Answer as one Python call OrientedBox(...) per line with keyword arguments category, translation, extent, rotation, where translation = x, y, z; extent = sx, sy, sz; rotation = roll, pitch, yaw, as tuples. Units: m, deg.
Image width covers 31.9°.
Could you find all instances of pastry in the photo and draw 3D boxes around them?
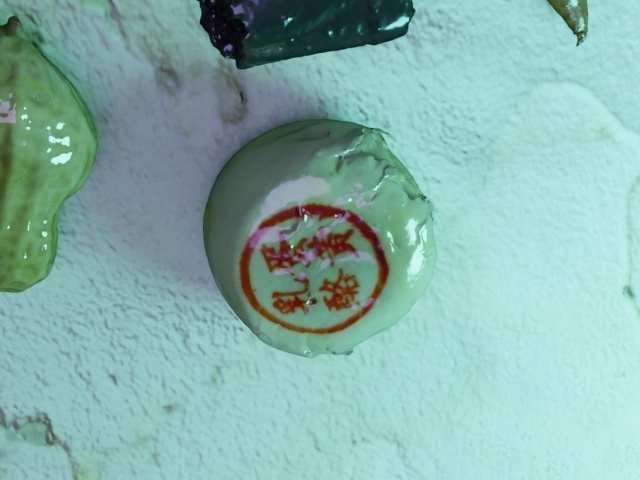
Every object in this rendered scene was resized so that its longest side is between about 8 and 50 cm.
OrientedBox(category="pastry", translation=(0.000, -0.002, 1.201), extent=(0.264, 0.133, 0.265), rotation=(-2, 111, -6))

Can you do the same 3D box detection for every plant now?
OrientedBox(category="plant", translation=(0.008, -0.256, 1.067), extent=(0.256, 0.164, 0.142), rotation=(-30, 120, -15))

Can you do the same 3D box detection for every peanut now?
OrientedBox(category="peanut", translation=(-0.313, -0.077, 1.149), extent=(0.159, 0.143, 0.291), rotation=(11, 114, 4))

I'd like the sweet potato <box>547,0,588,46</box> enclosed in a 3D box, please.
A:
OrientedBox(category="sweet potato", translation=(0.197, -0.332, 1.107), extent=(0.072, 0.066, 0.314), rotation=(-20, 115, 13))
